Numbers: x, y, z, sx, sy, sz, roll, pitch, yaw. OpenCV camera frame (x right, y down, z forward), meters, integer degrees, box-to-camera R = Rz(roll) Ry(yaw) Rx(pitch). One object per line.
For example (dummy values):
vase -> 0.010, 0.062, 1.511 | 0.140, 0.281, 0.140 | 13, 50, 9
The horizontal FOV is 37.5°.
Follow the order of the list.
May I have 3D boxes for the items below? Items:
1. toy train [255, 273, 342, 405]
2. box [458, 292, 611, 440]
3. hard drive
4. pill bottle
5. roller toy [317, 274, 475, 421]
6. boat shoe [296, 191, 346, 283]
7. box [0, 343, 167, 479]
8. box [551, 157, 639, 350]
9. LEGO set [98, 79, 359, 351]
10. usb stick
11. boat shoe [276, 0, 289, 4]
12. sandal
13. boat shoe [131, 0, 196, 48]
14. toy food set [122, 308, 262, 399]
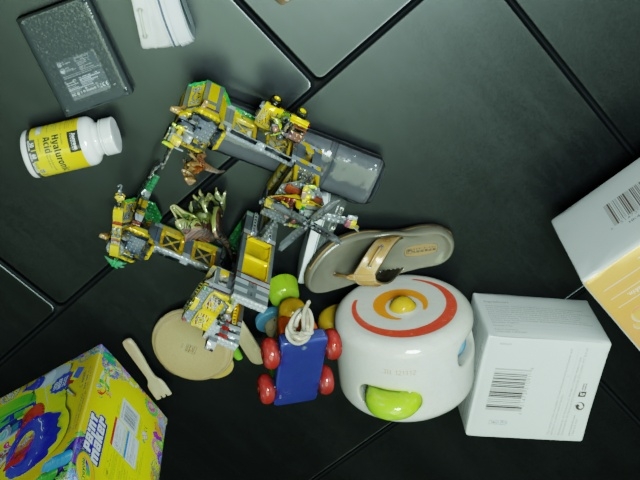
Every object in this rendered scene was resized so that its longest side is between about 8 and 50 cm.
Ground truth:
toy train -> -0.038, 0.102, 1.266 | 0.105, 0.143, 0.248 | -7, 140, -14
box -> 0.303, 0.185, 1.380 | 0.182, 0.119, 0.181 | 4, 119, -6
hard drive -> -0.303, -0.230, 1.172 | 0.094, 0.022, 0.135 | -18, 119, 7
pill bottle -> -0.317, -0.123, 1.207 | 0.116, 0.065, 0.065 | -13, 119, 3
roller toy -> 0.115, 0.139, 1.306 | 0.191, 0.209, 0.146 | -18, 122, -21
boat shoe -> 0.000, 0.000, 1.302 | 0.040, 0.049, 0.142 | 12, 115, -10
box -> -0.391, 0.347, 1.335 | 0.279, 0.290, 0.177 | -29, 117, 11
box -> 0.499, 0.063, 1.226 | 0.215, 0.168, 0.345 | -38, 113, 18
LEGO set -> -0.135, -0.012, 1.172 | 0.255, 0.192, 0.331 | 31, 127, -22
usb stick -> -0.048, -0.121, 1.233 | 0.278, 0.045, 0.077 | 20, 117, -13
boat shoe -> 0.017, -0.335, 1.114 | 0.183, 0.066, 0.066 | -17, 124, 18
sandal -> 0.086, 0.032, 1.299 | 0.219, 0.060, 0.090 | -8, 128, -12
boat shoe -> -0.212, -0.323, 1.091 | 0.076, 0.083, 0.226 | -14, 119, 3
toy food set -> -0.184, 0.153, 1.388 | 0.192, 0.038, 0.132 | -21, 112, 17
